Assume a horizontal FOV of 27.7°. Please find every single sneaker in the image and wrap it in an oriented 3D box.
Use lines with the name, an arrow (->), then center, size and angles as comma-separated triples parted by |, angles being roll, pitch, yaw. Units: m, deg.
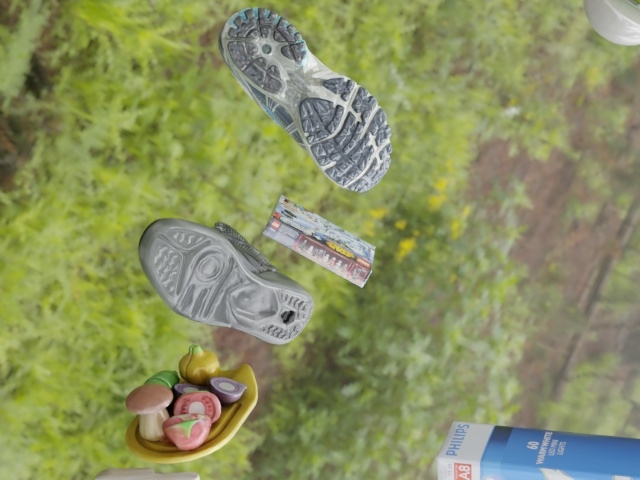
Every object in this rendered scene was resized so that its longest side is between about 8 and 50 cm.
sneaker -> -0.116, 0.025, 1.271 | 0.227, 0.130, 0.087 | 27, 95, -50
sneaker -> -0.019, -0.180, 1.629 | 0.110, 0.283, 0.122 | -44, -161, -9

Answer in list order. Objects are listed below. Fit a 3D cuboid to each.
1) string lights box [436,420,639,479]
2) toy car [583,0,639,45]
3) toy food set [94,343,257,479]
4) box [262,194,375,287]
string lights box -> 0.245, 0.254, 1.219 | 0.077, 0.260, 0.133 | -50, 139, -63
toy car -> 0.257, -0.265, 1.067 | 0.159, 0.182, 0.136 | -55, 179, 36
toy food set -> -0.153, 0.177, 1.417 | 0.218, 0.128, 0.071 | -54, 140, -56
box -> 0.000, 0.000, 1.577 | 0.027, 0.137, 0.094 | -60, -176, 18
